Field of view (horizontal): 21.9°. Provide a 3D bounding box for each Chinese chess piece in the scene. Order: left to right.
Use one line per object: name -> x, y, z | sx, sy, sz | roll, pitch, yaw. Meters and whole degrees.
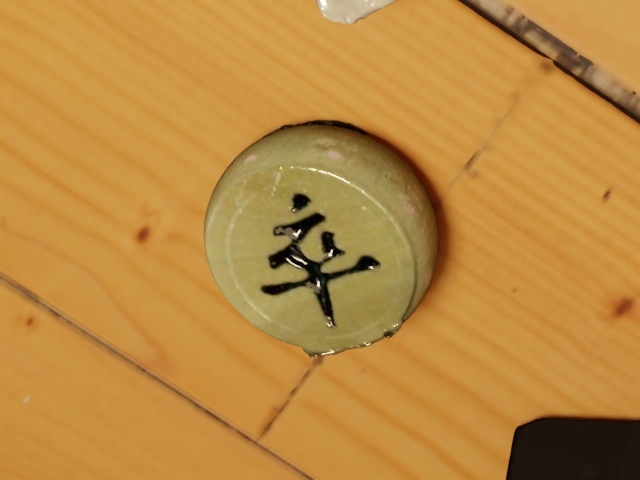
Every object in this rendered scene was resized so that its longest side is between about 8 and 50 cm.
Chinese chess piece -> 0.000, 0.000, 1.315 | 0.188, 0.083, 0.188 | 10, 125, 14

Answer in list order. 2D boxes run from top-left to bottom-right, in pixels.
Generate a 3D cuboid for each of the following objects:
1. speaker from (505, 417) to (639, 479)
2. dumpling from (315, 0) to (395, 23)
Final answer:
speaker -> 0.298, 0.264, 1.334 | 0.388, 0.180, 0.184 | 0, 127, 19
dumpling -> 0.041, -0.248, 1.143 | 0.150, 0.092, 0.176 | 40, 134, 7
